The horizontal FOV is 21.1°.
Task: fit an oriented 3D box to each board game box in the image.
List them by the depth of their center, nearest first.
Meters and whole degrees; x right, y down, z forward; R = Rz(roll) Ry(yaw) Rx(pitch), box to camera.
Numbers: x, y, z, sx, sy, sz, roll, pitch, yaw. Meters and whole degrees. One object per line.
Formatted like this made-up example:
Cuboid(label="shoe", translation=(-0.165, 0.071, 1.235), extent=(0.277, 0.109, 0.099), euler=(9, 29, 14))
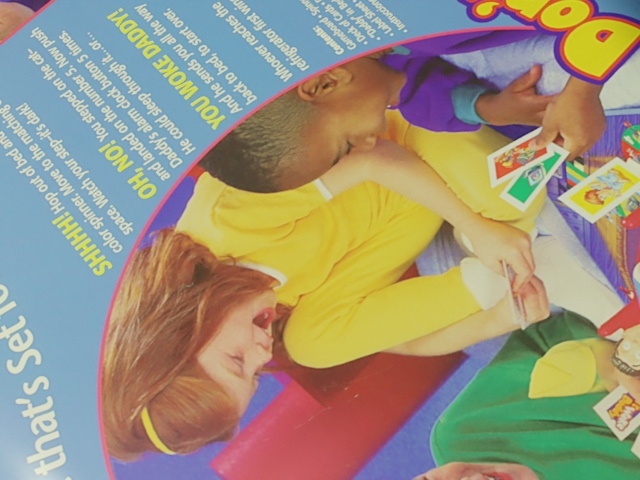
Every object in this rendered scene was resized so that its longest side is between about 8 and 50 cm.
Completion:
Cuboid(label="board game box", translation=(0.000, 0.000, 0.460), extent=(0.233, 0.078, 0.347), euler=(-35, 56, -12))
